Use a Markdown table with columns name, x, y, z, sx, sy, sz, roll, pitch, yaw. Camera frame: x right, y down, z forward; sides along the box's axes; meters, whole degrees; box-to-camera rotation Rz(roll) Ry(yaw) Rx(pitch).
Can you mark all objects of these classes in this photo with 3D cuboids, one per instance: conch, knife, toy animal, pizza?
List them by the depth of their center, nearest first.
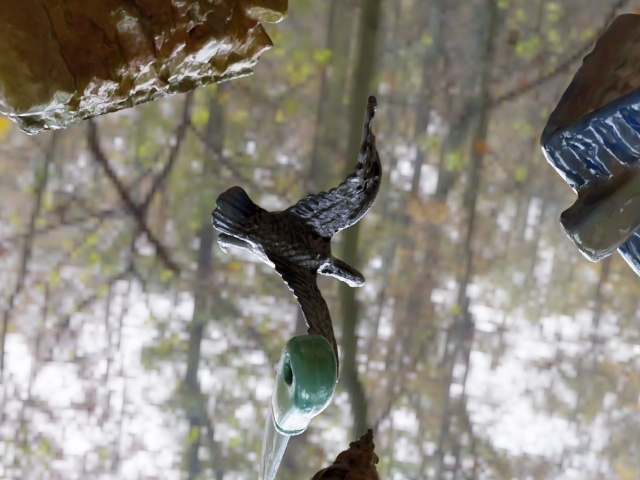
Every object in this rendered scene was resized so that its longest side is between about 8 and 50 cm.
| name | x | y | z | sx | sy | sz | roll | pitch | yaw |
| --- | --- | --- | --- | --- | --- | --- | --- | --- | --- |
| pizza | -0.160 | -0.193 | 0.953 | 0.258 | 0.087 | 0.268 | 50 | -148 | 6 |
| knife | -0.031 | 0.137 | 1.271 | 0.034 | 0.063 | 0.260 | -4 | 155 | -15 |
| toy animal | -0.013 | -0.003 | 1.570 | 0.160 | 0.273 | 0.197 | 17 | 170 | 8 |
| conch | 0.007 | 0.313 | 1.792 | 0.080 | 0.233 | 0.086 | 22 | 177 | 34 |

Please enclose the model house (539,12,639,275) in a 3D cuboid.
| name | x | y | z | sx | sy | sz | roll | pitch | yaw |
| --- | --- | --- | --- | --- | --- | --- | --- | --- | --- |
| model house | 0.439 | -0.032 | 1.351 | 0.400 | 0.395 | 0.445 | -38 | -160 | 3 |
